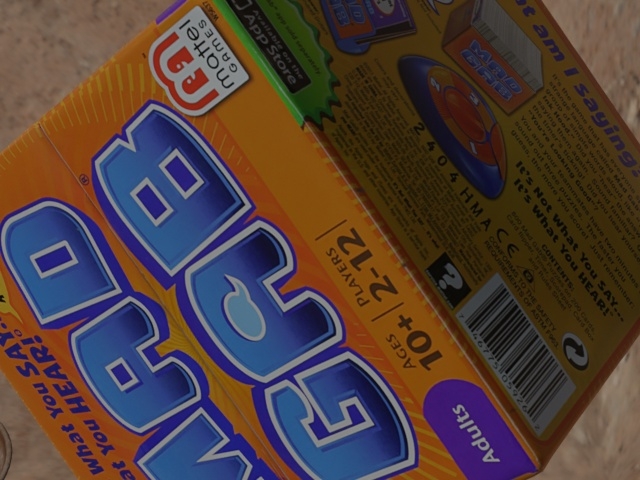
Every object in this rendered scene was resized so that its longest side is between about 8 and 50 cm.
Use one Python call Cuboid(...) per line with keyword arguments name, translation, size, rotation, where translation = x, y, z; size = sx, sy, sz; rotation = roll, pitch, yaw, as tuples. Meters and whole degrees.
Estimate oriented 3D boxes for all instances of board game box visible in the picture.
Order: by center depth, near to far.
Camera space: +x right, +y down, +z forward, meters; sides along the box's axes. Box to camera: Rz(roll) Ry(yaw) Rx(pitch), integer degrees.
Cuboid(name="board game box", translation=(0.000, 0.000, 1.118), size=(0.356, 0.356, 0.356), rotation=(-33, 93, 38))

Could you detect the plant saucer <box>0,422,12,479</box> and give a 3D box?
Cuboid(name="plant saucer", translation=(-0.271, 0.151, 0.845), size=(0.199, 0.198, 0.036), rotation=(0, 115, 11))
